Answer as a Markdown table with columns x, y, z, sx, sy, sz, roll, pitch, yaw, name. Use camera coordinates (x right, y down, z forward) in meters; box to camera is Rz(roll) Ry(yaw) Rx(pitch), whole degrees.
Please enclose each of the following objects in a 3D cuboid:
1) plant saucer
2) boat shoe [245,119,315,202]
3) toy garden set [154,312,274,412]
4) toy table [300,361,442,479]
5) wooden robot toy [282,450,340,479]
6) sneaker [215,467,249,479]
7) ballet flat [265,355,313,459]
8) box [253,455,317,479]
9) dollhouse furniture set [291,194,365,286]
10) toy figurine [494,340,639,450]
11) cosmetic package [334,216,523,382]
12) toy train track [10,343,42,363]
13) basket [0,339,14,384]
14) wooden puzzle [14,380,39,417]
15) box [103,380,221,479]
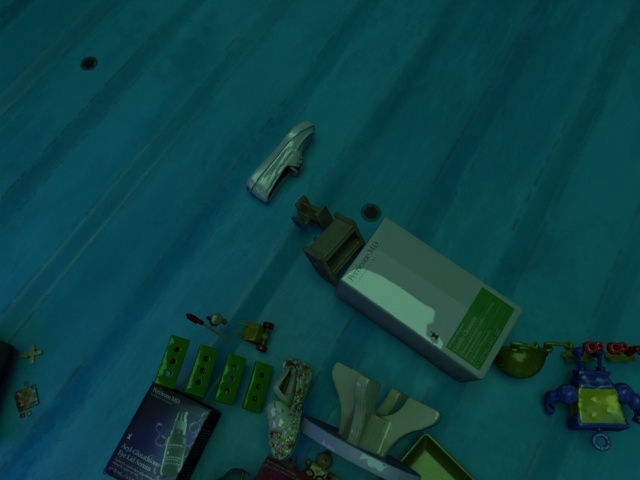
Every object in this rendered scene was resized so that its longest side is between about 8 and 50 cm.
| x | y | z | sx | sy | sz | roll | pitch | yaw | name |
| --- | --- | --- | --- | --- | --- | --- | --- | --- | --- |
| 0.231 | 0.544 | 1.094 | 0.188 | 0.045 | 0.188 | -43 | 73 | -14 | plant saucer |
| -0.088 | -0.210 | 1.399 | 0.084 | 0.095 | 0.258 | 39 | 84 | 12 | boat shoe |
| -0.228 | 0.261 | 1.182 | 0.244 | 0.049 | 0.204 | 23 | 66 | -18 | toy garden set |
| 0.102 | 0.374 | 1.074 | 0.274 | 0.252 | 0.161 | 21 | 78 | 22 | toy table |
| 0.008 | 0.493 | 1.112 | 0.173 | 0.076 | 0.079 | 27 | 60 | 12 | wooden robot toy |
| -0.263 | 0.561 | 1.019 | 0.121 | 0.108 | 0.302 | 37 | 92 | -7 | sneaker |
| -0.079 | 0.352 | 1.118 | 0.091 | 0.077 | 0.241 | -32 | 23 | 28 | ballet flat |
| -0.026 | 0.562 | 1.032 | 0.256 | 0.128 | 0.123 | 22 | 44 | 11 | box |
| 0.000 | 0.000 | 1.301 | 0.183 | 0.129 | 0.129 | 30 | 70 | 39 | dollhouse furniture set |
| 0.566 | 0.334 | 1.102 | 0.362 | 0.191 | 0.217 | 0 | 72 | 3 | toy figurine |
| 0.236 | 0.139 | 1.186 | 0.365 | 0.155 | 0.197 | 34 | 73 | 6 | cosmetic package |
| -0.718 | 0.277 | 1.250 | 0.083 | 0.014 | 0.048 | -10 | 67 | -2 | toy train track |
| -0.813 | 0.326 | 1.165 | 0.204 | 0.154 | 0.227 | 10 | 64 | 10 | basket |
| -0.691 | 0.371 | 1.214 | 0.049 | 0.006 | 0.083 | -23 | 69 | -7 | wooden puzzle |
| -0.336 | 0.435 | 1.123 | 0.153 | 0.108 | 0.207 | 21 | 70 | 11 | box |
